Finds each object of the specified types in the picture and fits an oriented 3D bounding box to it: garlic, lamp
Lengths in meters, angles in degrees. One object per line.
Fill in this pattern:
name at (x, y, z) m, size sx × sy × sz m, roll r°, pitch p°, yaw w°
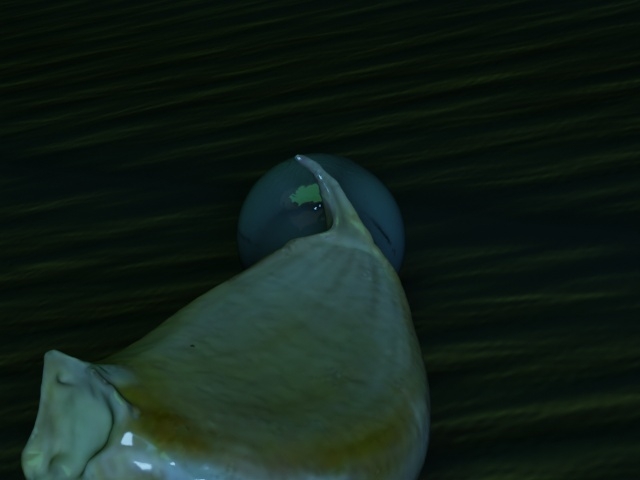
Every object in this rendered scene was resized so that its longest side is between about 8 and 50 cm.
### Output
garlic at (-0.029, 0.076, 0.695) m, size 0.145 × 0.164 × 0.245 m, roll -18°, pitch 16°, yaw 37°
lamp at (0.000, 0.000, 0.883) m, size 0.105 × 0.105 × 0.105 m, roll -13°, pitch 27°, yaw 7°
